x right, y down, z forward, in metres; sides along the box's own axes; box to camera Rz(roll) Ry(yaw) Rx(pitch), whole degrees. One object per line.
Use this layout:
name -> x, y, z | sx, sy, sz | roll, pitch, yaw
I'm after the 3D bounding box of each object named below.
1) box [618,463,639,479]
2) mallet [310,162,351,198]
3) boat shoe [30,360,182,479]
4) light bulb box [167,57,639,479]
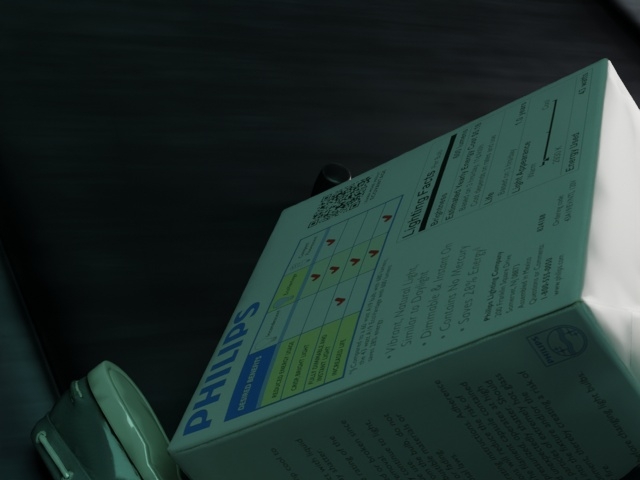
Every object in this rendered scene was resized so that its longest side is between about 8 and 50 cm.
box -> 0.206, 0.344, 0.799 | 0.296, 0.294, 0.182 | 48, 25, 9
mallet -> 0.000, 0.000, 1.402 | 0.039, 0.062, 0.190 | 15, 53, -6
boat shoe -> -0.143, 0.248, 1.002 | 0.099, 0.116, 0.319 | -32, 60, 3
light bulb box -> 0.122, 0.083, 1.049 | 0.225, 0.361, 0.358 | 53, 32, -21
